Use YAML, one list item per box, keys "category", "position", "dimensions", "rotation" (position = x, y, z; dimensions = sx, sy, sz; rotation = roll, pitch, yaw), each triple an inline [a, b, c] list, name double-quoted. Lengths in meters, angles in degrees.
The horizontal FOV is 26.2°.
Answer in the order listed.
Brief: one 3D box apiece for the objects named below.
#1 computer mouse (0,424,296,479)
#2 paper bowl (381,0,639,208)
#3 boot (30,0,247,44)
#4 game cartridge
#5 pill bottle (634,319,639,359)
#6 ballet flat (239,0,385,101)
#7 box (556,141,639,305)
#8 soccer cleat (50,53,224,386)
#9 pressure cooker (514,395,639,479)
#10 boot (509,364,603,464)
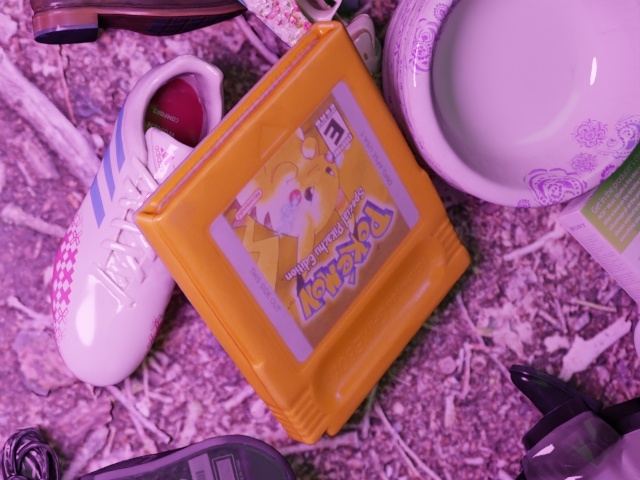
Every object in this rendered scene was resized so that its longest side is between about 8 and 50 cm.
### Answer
- category: "computer mouse"
  position: [-0.158, 0.252, 1.303]
  dimensions: [0.272, 0.072, 0.188]
  rotation: [-8, 85, -10]
- category: "paper bowl"
  position: [0.202, -0.183, 1.446]
  dimensions: [0.284, 0.148, 0.284]
  rotation: [-3, 102, -17]
- category: "boot"
  position: [-0.184, -0.261, 1.378]
  dimensions: [0.219, 0.082, 0.106]
  rotation: [-8, 85, -20]
- category: "game cartridge"
  position: [0.000, 0.000, 1.332]
  dimensions: [0.285, 0.053, 0.323]
  rotation: [-50, 125, -25]
- category: "pill bottle"
  position: [0.467, 0.056, 1.468]
  dimensions: [0.264, 0.146, 0.146]
  rotation: [-43, 96, -22]
- category: "ballet flat"
  position: [0.006, -0.218, 1.411]
  dimensions: [0.241, 0.077, 0.091]
  rotation: [38, 35, -26]
- category: "box"
  position: [0.452, 0.003, 1.583]
  dimensions: [0.322, 0.058, 0.232]
  rotation: [46, 68, -9]
- category: "soccer cleat"
  position: [-0.172, -0.028, 1.304]
  dimensions: [0.116, 0.143, 0.331]
  rotation: [18, 74, -17]
- category: "pressure cooker"
  position: [0.350, 0.347, 1.290]
  dimensions: [0.375, 0.420, 0.370]
  rotation: [0, 115, -14]
- category: "boot"
  position: [0.241, 0.199, 1.474]
  dimensions: [0.121, 0.045, 0.099]
  rotation: [27, 78, -12]
